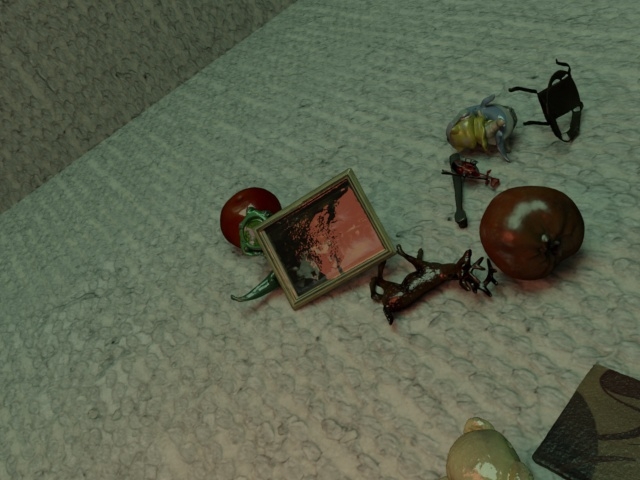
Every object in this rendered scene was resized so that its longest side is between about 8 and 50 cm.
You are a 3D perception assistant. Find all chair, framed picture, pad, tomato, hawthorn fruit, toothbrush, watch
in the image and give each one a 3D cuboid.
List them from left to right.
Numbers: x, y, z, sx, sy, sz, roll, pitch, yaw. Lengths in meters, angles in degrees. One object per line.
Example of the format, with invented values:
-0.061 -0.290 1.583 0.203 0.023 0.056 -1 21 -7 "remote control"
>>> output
-0.197 -0.067 1.796 0.195 0.136 0.195 -19 38 15 "tomato"
-0.122 -0.017 1.637 0.165 0.131 0.152 10 7 20 "watch"
0.000 0.000 1.500 0.296 0.232 0.019 -31 -8 18 "framed picture"
0.347 -0.134 1.607 0.030 0.030 0.297 -18 37 21 "toothbrush"
0.416 -0.030 1.323 0.199 0.199 0.251 -30 24 -1 "hawthorn fruit"
0.586 -0.345 1.589 0.149 0.174 0.213 -28 26 9 "chair"
0.519 0.326 0.964 0.330 0.004 0.220 20 58 46 "pad"

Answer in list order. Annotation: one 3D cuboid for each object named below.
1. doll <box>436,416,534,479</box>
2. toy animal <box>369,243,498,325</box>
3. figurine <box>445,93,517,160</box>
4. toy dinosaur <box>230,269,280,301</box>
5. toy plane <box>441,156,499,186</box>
0.205 0.419 0.966 0.278 0.149 0.175 -44 27 2 "doll"
0.235 0.092 1.387 0.243 0.087 0.260 -43 34 3 "toy animal"
0.426 -0.290 1.663 0.184 0.128 0.208 -27 41 6 "figurine"
-0.076 0.085 1.589 0.292 0.079 0.120 -40 32 -18 "toy dinosaur"
0.381 -0.170 1.596 0.145 0.037 0.060 23 49 26 "toy plane"
